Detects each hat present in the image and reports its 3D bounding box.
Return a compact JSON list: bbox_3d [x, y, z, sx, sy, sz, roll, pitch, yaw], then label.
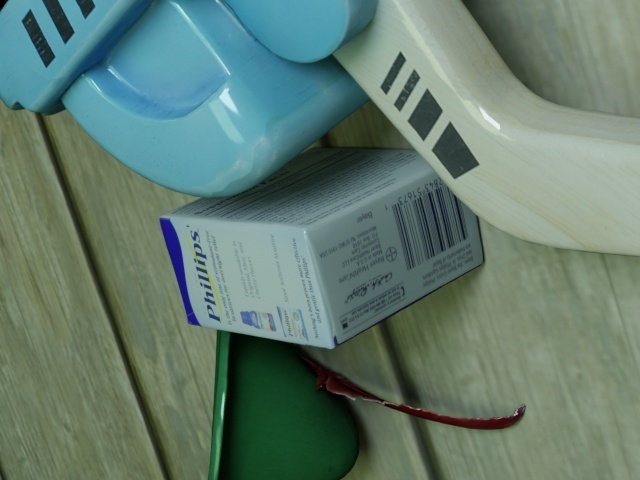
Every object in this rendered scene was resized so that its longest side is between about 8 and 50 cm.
[{"bbox_3d":[0.018,0.126,0.960,0.208,0.183,0.173,-95,9,-65],"label":"hat"}]

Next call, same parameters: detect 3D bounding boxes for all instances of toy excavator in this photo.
[{"bbox_3d":[0.012,-0.116,0.721,0.445,0.222,0.433,52,143,-5],"label":"toy excavator"}]

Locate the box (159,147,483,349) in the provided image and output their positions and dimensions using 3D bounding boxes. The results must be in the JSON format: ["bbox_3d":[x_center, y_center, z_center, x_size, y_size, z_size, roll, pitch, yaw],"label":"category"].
[{"bbox_3d":[0.000,0.000,0.827,0.137,0.126,0.072,6,116,49],"label":"box"}]
